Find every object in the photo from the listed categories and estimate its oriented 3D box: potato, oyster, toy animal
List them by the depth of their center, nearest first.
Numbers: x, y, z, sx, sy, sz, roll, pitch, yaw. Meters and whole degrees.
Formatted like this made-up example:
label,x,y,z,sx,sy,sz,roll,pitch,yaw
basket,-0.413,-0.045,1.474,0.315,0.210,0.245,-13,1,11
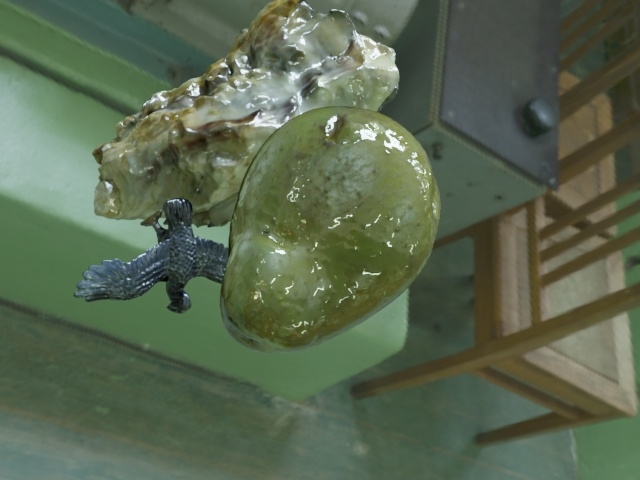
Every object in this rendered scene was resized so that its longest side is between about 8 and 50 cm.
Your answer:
label,x,y,z,sx,sy,sz,roll,pitch,yaw
potato,0.000,0.000,0.664,0.157,0.157,0.194,41,73,-18
toy animal,-0.143,0.018,0.862,0.220,0.062,0.108,-1,74,-41
oyster,-0.091,-0.123,0.902,0.201,0.354,0.107,54,6,18
